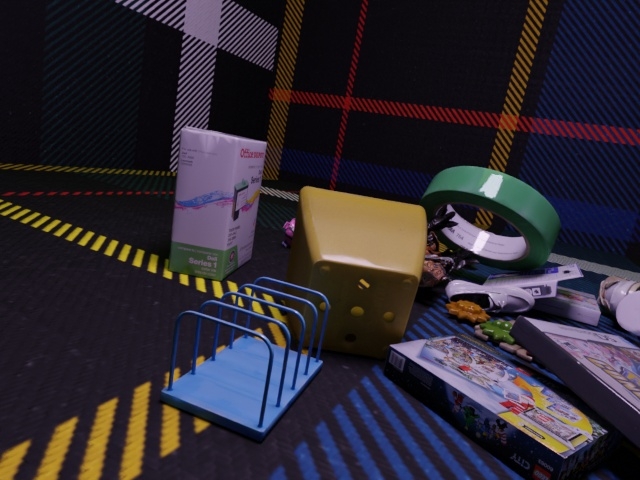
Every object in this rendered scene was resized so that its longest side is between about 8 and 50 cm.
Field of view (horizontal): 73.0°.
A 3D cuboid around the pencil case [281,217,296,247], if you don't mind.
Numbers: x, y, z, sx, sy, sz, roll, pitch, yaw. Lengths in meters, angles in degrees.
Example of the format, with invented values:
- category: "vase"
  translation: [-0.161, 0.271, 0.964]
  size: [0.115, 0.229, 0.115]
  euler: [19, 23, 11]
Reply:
- category: "pencil case"
  translation: [0.000, 0.000, 1.156]
  size: [0.209, 0.095, 0.098]
  euler: [16, -22, 34]

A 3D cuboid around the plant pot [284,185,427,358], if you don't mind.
- category: "plant pot"
  translation: [0.051, 0.059, 0.669]
  size: [0.212, 0.212, 0.187]
  euler: [10, 24, -2]

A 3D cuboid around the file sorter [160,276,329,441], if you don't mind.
- category: "file sorter"
  translation: [-0.073, 0.116, 0.491]
  size: [0.118, 0.104, 0.170]
  euler: [13, 12, 18]

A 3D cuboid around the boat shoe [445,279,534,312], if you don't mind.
- category: "boat shoe"
  translation: [0.362, 0.127, 0.925]
  size: [0.184, 0.066, 0.063]
  euler: [14, 26, 8]

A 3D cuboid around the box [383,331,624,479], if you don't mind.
- category: "box"
  translation: [0.216, 0.189, 0.531]
  size: [0.159, 0.044, 0.233]
  euler: [2, 14, -36]

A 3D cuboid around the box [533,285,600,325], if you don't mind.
- category: "box"
  translation: [0.598, 0.150, 1.069]
  size: [0.145, 0.038, 0.186]
  euler: [15, 14, 27]

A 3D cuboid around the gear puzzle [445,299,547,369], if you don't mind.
- category: "gear puzzle"
  translation: [0.383, 0.168, 0.777]
  size: [0.175, 0.044, 0.339]
  euler: [0, 15, -41]

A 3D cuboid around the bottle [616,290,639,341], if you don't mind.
- category: "bottle"
  translation: [0.590, 0.164, 0.675]
  size: [0.283, 0.092, 0.118]
  euler: [26, 13, -16]

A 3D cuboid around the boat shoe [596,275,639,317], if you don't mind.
- category: "boat shoe"
  translation: [0.736, 0.146, 1.056]
  size: [0.103, 0.113, 0.302]
  euler: [19, 4, 43]

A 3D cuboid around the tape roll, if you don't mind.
- category: "tape roll"
  translation: [0.399, -0.046, 1.052]
  size: [0.321, 0.077, 0.321]
  euler: [29, -17, 10]

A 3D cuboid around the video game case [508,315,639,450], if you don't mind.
- category: "video game case"
  translation: [0.407, 0.193, 0.512]
  size: [0.248, 0.035, 0.275]
  euler: [14, 19, -25]

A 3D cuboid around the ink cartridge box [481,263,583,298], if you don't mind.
- category: "ink cartridge box"
  translation: [0.499, 0.101, 1.019]
  size: [0.208, 0.045, 0.206]
  euler: [-12, -1, 29]

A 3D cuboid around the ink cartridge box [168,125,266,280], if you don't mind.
- category: "ink cartridge box"
  translation: [-0.207, -0.082, 0.899]
  size: [0.117, 0.278, 0.201]
  euler: [11, 12, 6]

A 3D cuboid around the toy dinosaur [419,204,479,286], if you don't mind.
- category: "toy dinosaur"
  translation: [0.229, 0.034, 1.024]
  size: [0.218, 0.164, 0.322]
  euler: [-29, 27, -10]
